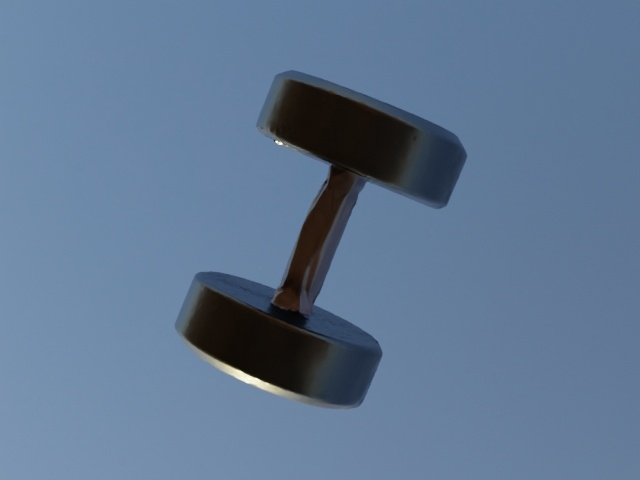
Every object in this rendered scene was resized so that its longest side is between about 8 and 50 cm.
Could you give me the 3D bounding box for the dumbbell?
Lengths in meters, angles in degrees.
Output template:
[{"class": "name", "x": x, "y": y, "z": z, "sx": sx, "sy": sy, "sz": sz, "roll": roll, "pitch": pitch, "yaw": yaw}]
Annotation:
[{"class": "dumbbell", "x": 0.000, "y": 0.000, "z": 0.943, "sx": 0.152, "sy": 0.152, "sz": 0.218, "roll": 24, "pitch": -86, "yaw": 30}]
